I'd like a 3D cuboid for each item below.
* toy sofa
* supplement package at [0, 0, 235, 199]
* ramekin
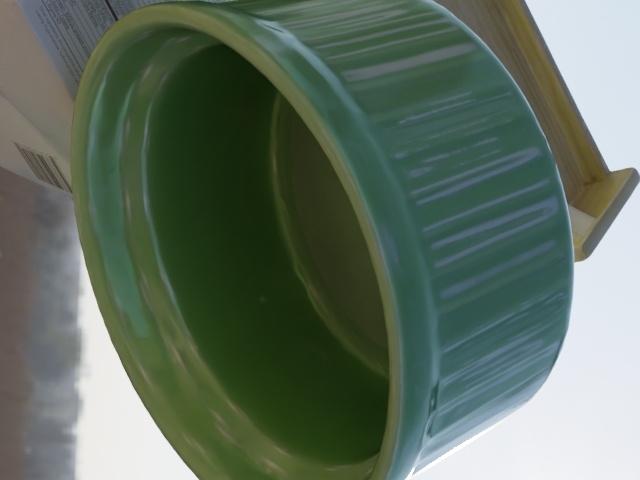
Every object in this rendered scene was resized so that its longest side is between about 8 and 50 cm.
[{"bbox_3d":[0.116,-0.145,1.427,0.363,0.177,0.150,61,41,-17],"label":"toy sofa"},{"bbox_3d":[-0.123,-0.182,1.102,0.199,0.263,0.198,23,-31,42],"label":"supplement package"},{"bbox_3d":[0.000,0.000,0.919,0.303,0.148,0.303,30,-50,44],"label":"ramekin"}]
